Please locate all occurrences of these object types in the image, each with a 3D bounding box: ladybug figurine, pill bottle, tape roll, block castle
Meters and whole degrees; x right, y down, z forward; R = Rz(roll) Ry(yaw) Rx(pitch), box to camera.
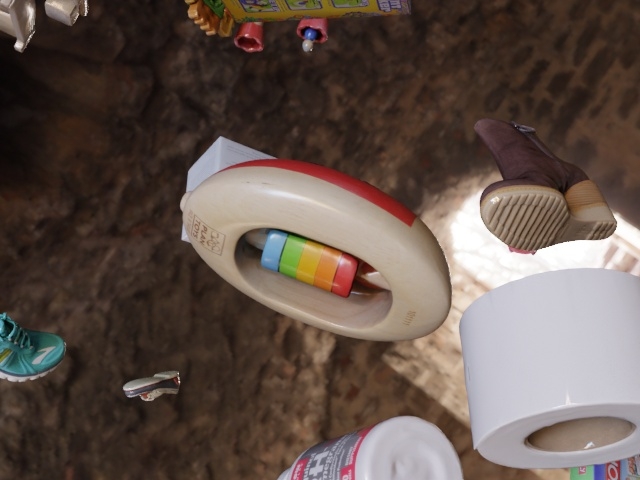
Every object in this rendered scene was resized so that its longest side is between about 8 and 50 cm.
[{"bbox_3d":[0.000,0.000,1.559,0.305,0.449,0.162,110,-176,-52],"label":"ladybug figurine"},{"bbox_3d":[0.055,0.379,1.509,0.176,0.176,0.318,-44,6,-37],"label":"pill bottle"},{"bbox_3d":[0.301,0.161,1.214,0.246,0.246,0.169,101,169,-60],"label":"tape roll"},{"bbox_3d":[-0.198,-0.660,2.594,0.453,0.303,0.213,38,-122,-51],"label":"block castle"}]

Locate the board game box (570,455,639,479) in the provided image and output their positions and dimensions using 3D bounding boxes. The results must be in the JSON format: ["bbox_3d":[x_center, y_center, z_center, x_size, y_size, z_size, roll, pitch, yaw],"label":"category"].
[{"bbox_3d":[0.455,0.365,1.500,0.046,0.213,0.317,-26,40,41],"label":"board game box"}]

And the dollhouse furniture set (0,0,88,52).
[{"bbox_3d":[-0.399,-0.373,1.300,0.355,0.303,0.174,126,168,-73],"label":"dollhouse furniture set"}]

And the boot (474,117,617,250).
[{"bbox_3d":[0.247,-0.082,1.278,0.248,0.207,0.090,6,-53,-40],"label":"boot"}]

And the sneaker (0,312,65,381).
[{"bbox_3d":[-0.588,0.191,1.854,0.275,0.107,0.110,13,-47,-45],"label":"sneaker"}]

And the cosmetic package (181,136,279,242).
[{"bbox_3d":[-0.185,-0.086,2.091,0.151,0.151,0.183,-38,40,45],"label":"cosmetic package"}]

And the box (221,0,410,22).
[{"bbox_3d":[-0.009,-0.496,1.482,0.177,0.279,0.290,46,-135,-75],"label":"box"}]

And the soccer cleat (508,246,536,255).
[{"bbox_3d":[0.352,-0.087,1.687,0.095,0.083,0.248,83,-162,-51],"label":"soccer cleat"}]

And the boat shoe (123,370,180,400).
[{"bbox_3d":[-0.302,0.267,1.802,0.137,0.049,0.043,-8,-81,-60],"label":"boat shoe"}]
